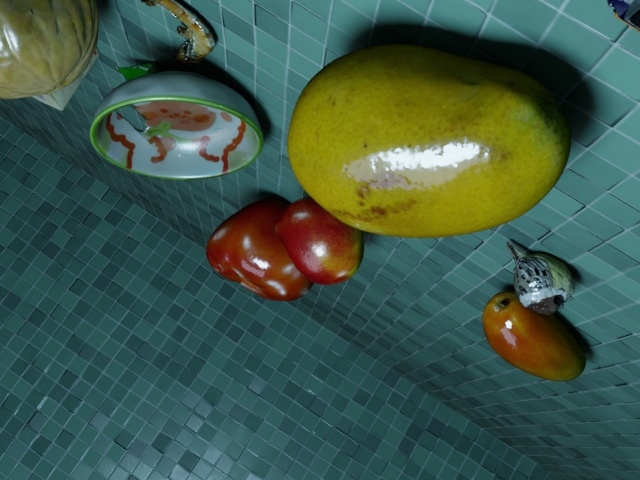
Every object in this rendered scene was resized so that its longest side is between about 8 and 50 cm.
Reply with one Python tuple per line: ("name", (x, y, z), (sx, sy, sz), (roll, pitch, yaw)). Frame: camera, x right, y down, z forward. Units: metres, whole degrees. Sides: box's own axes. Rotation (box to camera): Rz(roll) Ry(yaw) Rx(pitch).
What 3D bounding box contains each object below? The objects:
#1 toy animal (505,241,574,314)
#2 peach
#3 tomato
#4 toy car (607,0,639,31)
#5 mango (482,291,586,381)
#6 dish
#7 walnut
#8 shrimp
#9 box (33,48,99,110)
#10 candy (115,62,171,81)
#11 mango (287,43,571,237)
("toy animal", (0.357, 0.067, 1.228), (0.137, 0.098, 0.098), (31, 165, 10))
("peach", (0.000, 0.000, 1.578), (0.192, 0.190, 0.190), (9, 158, 14))
("tomato", (-0.128, 0.020, 1.823), (0.298, 0.226, 0.299), (24, 162, 8))
("toy car", (0.295, -0.213, 0.472), (0.193, 0.118, 0.301), (32, 166, -3))
("mango", (0.431, 0.202, 1.443), (0.289, 0.129, 0.146), (30, 165, -23))
("dish", (-0.273, -0.240, 1.408), (0.324, 0.124, 0.324), (-2, 159, -1))
("walnut", (-0.546, -0.408, 1.268), (0.332, 0.333, 0.333), (31, 165, 10))
("shrimp", (-0.258, -0.366, 1.265), (0.147, 0.035, 0.195), (37, 160, -18))
("box", (-0.565, -0.401, 1.534), (0.095, 0.168, 0.212), (28, 164, 3))
("candy", (-0.332, -0.312, 1.512), (0.203, 0.078, 0.141), (21, 162, 51))
("mango", (0.129, -0.120, 0.905), (0.378, 0.221, 0.264), (5, 145, 44))
